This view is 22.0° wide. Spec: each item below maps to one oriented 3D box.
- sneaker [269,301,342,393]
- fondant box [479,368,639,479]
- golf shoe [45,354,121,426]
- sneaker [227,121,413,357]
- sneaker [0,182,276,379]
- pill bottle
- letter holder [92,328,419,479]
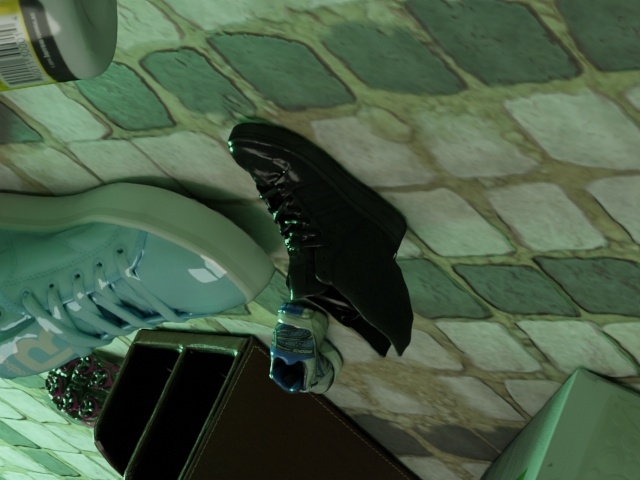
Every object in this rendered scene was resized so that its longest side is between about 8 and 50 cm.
[{"bbox_3d":[-0.020,0.102,1.360,0.052,0.058,0.135,16,156,19],"label":"sneaker"},{"bbox_3d":[0.163,0.268,1.310,0.096,0.238,0.330,24,157,3],"label":"fondant box"},{"bbox_3d":[-0.194,0.164,1.644,0.186,0.067,0.086,17,169,33],"label":"golf shoe"},{"bbox_3d":[-0.001,0.000,1.085,0.170,0.089,0.051,33,155,-22],"label":"sneaker"},{"bbox_3d":[-0.189,0.050,1.293,0.366,0.150,0.135,-2,147,46],"label":"sneaker"},{"bbox_3d":[-0.224,-0.133,0.885,0.208,0.119,0.119,-7,151,7],"label":"pill bottle"},{"bbox_3d":[-0.069,0.251,1.525,0.152,0.214,0.302,1,148,42],"label":"letter holder"}]
